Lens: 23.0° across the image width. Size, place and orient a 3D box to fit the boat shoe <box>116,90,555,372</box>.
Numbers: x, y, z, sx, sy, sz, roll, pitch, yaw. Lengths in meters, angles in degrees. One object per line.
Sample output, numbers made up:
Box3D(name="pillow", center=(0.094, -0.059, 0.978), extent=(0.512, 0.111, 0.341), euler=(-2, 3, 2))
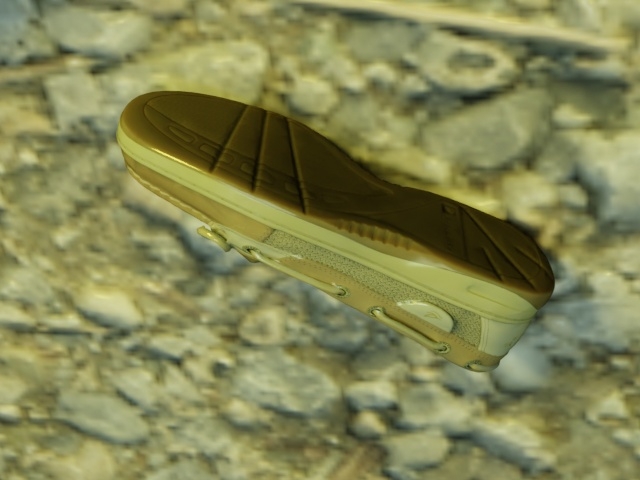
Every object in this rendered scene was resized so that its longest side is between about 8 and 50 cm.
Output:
Box3D(name="boat shoe", center=(0.001, -0.001, 0.521), extent=(0.153, 0.056, 0.048), euler=(21, 123, -12))
